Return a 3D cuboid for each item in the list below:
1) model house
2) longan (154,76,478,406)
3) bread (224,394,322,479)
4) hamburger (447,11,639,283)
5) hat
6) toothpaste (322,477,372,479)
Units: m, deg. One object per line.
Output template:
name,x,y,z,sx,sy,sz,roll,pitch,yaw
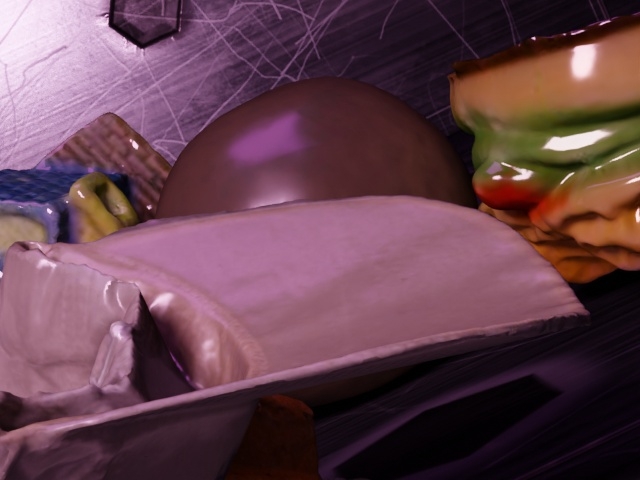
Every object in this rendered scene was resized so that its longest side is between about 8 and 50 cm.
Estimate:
model house,-0.163,0.035,1.065,0.189,0.195,0.214,-47,-8,19
longan,0.000,0.000,1.004,0.197,0.196,0.220,-21,-6,35
bread,-0.127,0.123,0.784,0.271,0.077,0.139,-19,-23,42
hamburger,0.185,-0.056,0.945,0.237,0.148,0.237,-16,5,1
hat,-0.035,0.072,0.590,0.245,0.149,0.214,3,15,-4
toothpaste,-0.103,0.159,0.678,0.314,0.056,0.058,-24,-39,29
